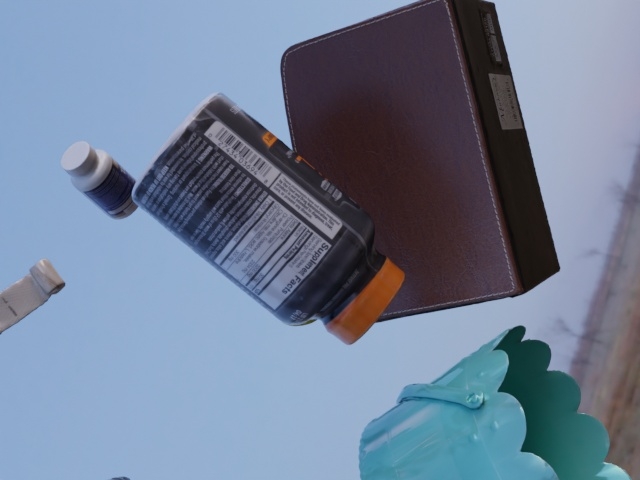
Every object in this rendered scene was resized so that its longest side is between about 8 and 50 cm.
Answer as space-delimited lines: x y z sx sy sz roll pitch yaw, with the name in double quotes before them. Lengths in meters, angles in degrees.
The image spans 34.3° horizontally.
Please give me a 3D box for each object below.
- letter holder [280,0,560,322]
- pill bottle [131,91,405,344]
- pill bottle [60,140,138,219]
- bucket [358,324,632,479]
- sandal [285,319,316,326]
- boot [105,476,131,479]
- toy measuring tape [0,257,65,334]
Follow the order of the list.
"letter holder" 0.101 -0.081 1.101 0.152 0.214 0.302 -16 -88 -62
"pill bottle" -0.041 -0.011 0.950 0.130 0.245 0.130 -50 5 5
"pill bottle" -0.310 -0.087 1.468 0.120 0.067 0.067 48 -123 -47
"bucket" 0.178 0.240 1.010 0.281 0.183 0.281 48 -158 -27
"sandal" 0.000 0.000 1.811 0.317 0.138 0.126 -62 -23 -9
"boot" -0.243 0.319 0.879 0.161 0.083 0.247 19 -97 -40
"toy measuring tape" -0.392 0.105 0.994 0.330 0.121 0.121 -35 -37 -24
